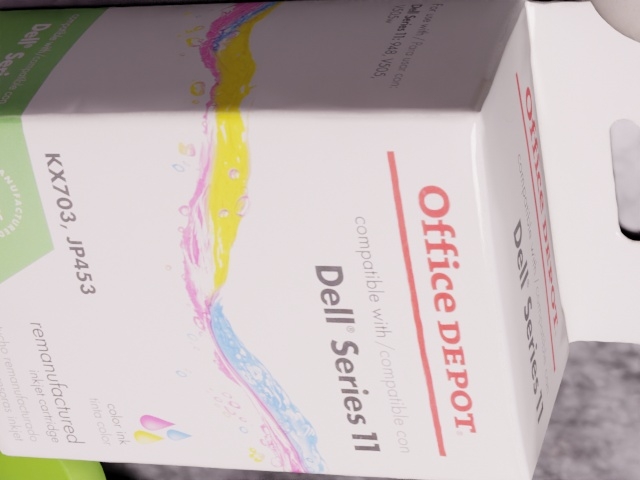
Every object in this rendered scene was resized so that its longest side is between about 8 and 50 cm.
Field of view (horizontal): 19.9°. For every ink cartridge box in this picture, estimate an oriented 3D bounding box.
[{"bbox_3d":[0.000,0.000,0.870,0.353,0.119,0.207,0,123,19],"label":"ink cartridge box"}]

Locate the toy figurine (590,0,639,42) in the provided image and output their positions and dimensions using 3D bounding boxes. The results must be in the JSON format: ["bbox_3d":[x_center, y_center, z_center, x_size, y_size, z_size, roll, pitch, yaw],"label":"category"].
[{"bbox_3d":[0.088,-0.179,0.658,0.209,0.213,0.148,26,114,0],"label":"toy figurine"}]

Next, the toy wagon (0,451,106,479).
[{"bbox_3d":[-0.148,0.245,1.081,0.267,0.068,0.344,2,104,31],"label":"toy wagon"}]
